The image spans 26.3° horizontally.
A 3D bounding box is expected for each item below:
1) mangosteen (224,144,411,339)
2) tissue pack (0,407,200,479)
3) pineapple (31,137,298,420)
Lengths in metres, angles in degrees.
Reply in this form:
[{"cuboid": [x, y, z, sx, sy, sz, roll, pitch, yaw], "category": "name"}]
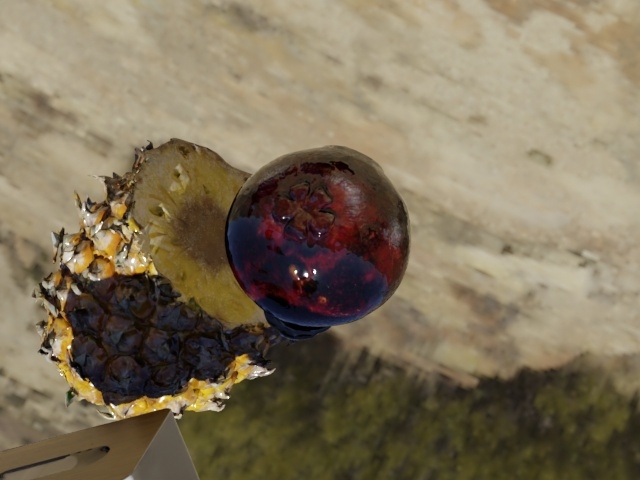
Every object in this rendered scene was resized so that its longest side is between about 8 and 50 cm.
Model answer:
[{"cuboid": [0.000, 0.000, 1.443, 0.210, 0.209, 0.210, 25, 170, 5], "category": "mangosteen"}, {"cuboid": [-0.257, 0.292, 1.425, 0.159, 0.246, 0.136, -63, -46, -67], "category": "tissue pack"}, {"cuboid": [-0.206, 0.067, 1.772, 0.352, 0.300, 0.352, 33, -147, -25], "category": "pineapple"}]
